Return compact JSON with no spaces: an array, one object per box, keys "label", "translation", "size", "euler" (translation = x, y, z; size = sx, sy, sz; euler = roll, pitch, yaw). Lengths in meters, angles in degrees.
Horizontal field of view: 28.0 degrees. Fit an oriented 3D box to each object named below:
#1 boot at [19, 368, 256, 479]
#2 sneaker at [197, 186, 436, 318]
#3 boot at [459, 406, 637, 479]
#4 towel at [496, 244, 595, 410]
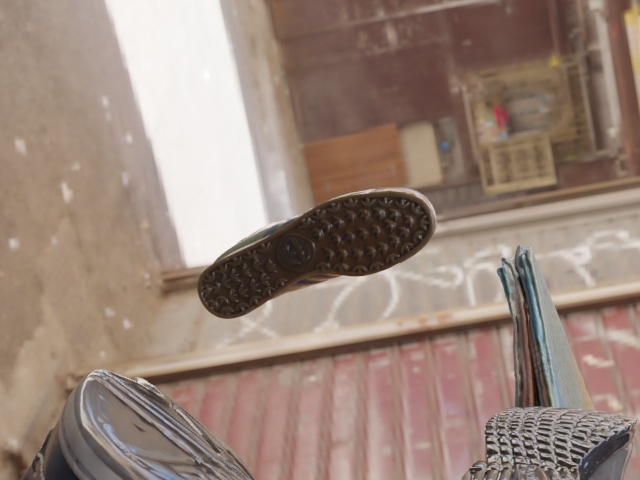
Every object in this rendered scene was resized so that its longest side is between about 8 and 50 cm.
[{"label":"boot","translation":[-0.107,0.142,0.506],"size":[0.085,0.178,0.236],"euler":[40,-6,0]},{"label":"sneaker","translation":[0.000,0.000,0.996],"size":[0.086,0.192,0.064],"euler":[-56,124,-73]},{"label":"boot","translation":[0.129,0.193,0.745],"size":[0.246,0.084,0.161],"euler":[-20,110,-66]},{"label":"towel","translation":[0.240,0.222,1.167],"size":[0.271,0.040,0.370],"euler":[-86,154,-53]}]
